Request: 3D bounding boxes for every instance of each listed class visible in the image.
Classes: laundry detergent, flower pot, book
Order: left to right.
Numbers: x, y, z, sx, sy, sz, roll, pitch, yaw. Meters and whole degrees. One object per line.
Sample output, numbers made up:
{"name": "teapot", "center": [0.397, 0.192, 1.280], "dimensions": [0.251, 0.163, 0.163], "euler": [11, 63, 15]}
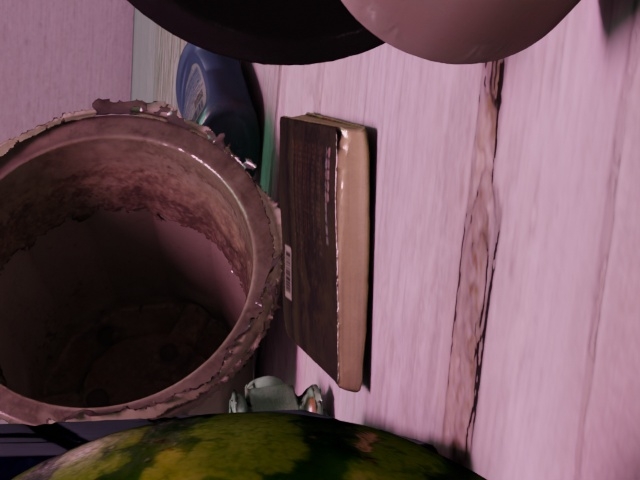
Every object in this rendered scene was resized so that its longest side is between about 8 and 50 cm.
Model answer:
{"name": "flower pot", "center": [-0.153, 0.071, 1.494], "dimensions": [0.259, 0.290, 0.290], "euler": [78, -174, -59]}
{"name": "laundry detergent", "center": [-0.094, -0.123, 1.640], "dimensions": [0.206, 0.061, 0.096], "euler": [-106, 17, -59]}
{"name": "book", "center": [0.000, 0.000, 1.207], "dimensions": [0.228, 0.024, 0.160], "euler": [-151, 61, -79]}

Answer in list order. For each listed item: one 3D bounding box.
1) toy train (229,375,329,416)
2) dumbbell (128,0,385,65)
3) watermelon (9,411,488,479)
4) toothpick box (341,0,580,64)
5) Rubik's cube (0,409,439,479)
{"name": "toy train", "center": [-0.025, 0.174, 1.220], "dimensions": [0.176, 0.074, 0.118], "euler": [-106, 16, -52]}
{"name": "dumbbell", "center": [-0.035, -0.207, 0.908], "dimensions": [0.322, 0.204, 0.203], "euler": [-124, 36, -73]}
{"name": "watermelon", "center": [-0.021, 0.197, 0.597], "dimensions": [0.285, 0.285, 0.285], "euler": [180, 90, -80]}
{"name": "toothpick box", "center": [0.063, -0.133, 0.607], "dimensions": [0.180, 0.111, 0.111], "euler": [127, 142, -75]}
{"name": "Rubik's cube", "center": [-0.096, 0.237, 0.963], "dimensions": [0.293, 0.283, 0.288], "euler": [-179, 90, -73]}
